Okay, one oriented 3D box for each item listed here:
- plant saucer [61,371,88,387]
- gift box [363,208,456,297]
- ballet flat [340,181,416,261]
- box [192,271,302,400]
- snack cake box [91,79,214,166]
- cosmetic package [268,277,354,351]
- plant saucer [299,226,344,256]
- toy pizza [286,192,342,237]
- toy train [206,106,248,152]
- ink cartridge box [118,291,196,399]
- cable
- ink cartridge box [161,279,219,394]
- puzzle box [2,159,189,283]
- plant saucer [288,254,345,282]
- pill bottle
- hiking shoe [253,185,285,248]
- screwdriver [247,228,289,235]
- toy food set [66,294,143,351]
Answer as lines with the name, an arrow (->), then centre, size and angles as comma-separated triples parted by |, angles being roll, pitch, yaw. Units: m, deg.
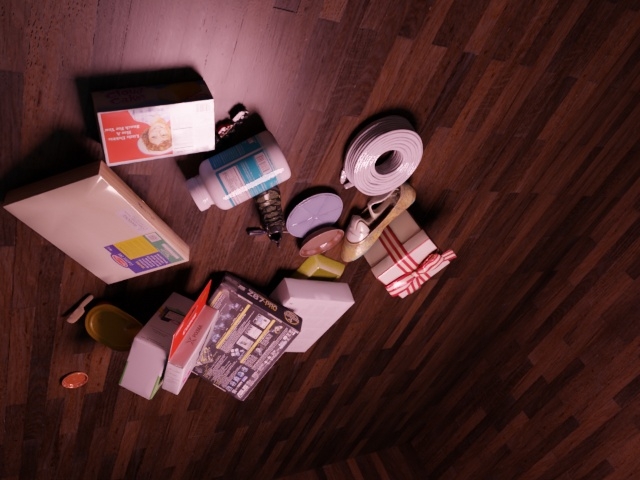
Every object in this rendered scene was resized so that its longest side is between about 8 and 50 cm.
plant saucer -> -0.850, 0.481, 1.946 | 0.083, 0.013, 0.084 | -18, 140, -15
gift box -> 0.308, 0.040, 2.016 | 0.255, 0.258, 0.276 | -42, 140, 15
ballet flat -> 0.174, -0.077, 1.917 | 0.348, 0.123, 0.123 | -44, 141, 8
box -> -0.298, 0.343, 1.958 | 0.318, 0.097, 0.395 | 32, 116, -11
snack cake box -> -0.390, -0.280, 1.337 | 0.264, 0.089, 0.152 | -13, 141, -21
cosmetic package -> -0.095, 0.290, 2.111 | 0.284, 0.098, 0.377 | 7, 138, -37
plant saucer -> 0.000, 0.000, 1.926 | 0.168, 0.029, 0.168 | -24, 160, -9
toy pizza -> -0.022, -0.087, 1.838 | 0.201, 0.032, 0.201 | -20, 146, -14
toy train -> -0.250, -0.288, 1.470 | 0.158, 0.027, 0.036 | -43, 137, 15
ink cartridge box -> -0.497, 0.323, 1.774 | 0.117, 0.278, 0.201 | 26, 116, -1
cable -> 0.194, -0.259, 1.743 | 0.257, 0.089, 0.257 | -16, 140, -18
ink cartridge box -> -0.386, 0.291, 1.723 | 0.060, 0.275, 0.239 | 23, 125, 0
puzzle box -> -0.563, -0.029, 1.469 | 0.272, 0.052, 0.409 | -16, 144, 11
plant saucer -> -0.016, 0.144, 2.092 | 0.188, 0.045, 0.188 | -46, 140, 19
pill bottle -> -0.223, -0.178, 1.514 | 0.264, 0.146, 0.146 | -27, 142, -4
hiking shoe -> -0.141, -0.081, 1.701 | 0.086, 0.114, 0.227 | -22, 142, -12
screwdriver -> -0.164, -0.029, 1.830 | 0.169, 0.025, 0.024 | -6, 136, -41
toy food set -> -0.651, 0.251, 1.749 | 0.217, 0.071, 0.128 | 35, 100, -11
